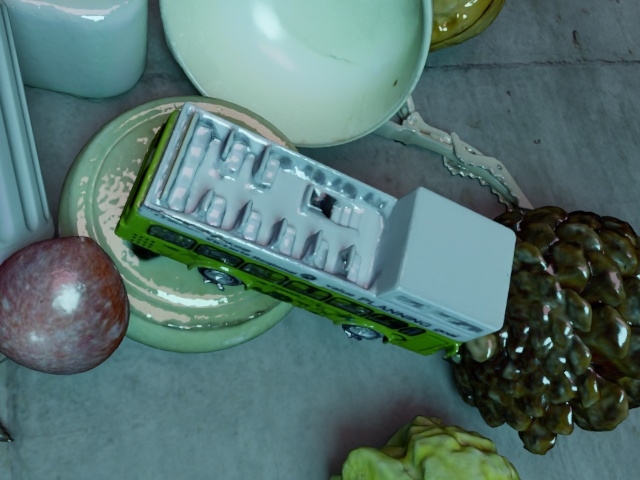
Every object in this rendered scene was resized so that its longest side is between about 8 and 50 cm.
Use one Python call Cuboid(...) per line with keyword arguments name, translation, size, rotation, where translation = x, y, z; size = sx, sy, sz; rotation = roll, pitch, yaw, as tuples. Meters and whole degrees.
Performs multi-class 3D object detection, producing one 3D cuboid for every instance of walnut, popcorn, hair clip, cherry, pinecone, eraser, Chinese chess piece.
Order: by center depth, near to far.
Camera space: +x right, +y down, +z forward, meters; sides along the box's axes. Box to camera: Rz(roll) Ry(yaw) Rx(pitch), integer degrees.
Cuboid(name="cherry", translation=(-0.218, 0.085, 0.505), size=(0.107, 0.225, 0.090), rotation=(17, 34, -20))
Cuboid(name="popcorn", translation=(0.087, 0.245, 0.542), size=(0.187, 0.185, 0.167), rotation=(-29, 64, -14))
Cuboid(name="Chinese chess piece", translation=(-0.119, -0.017, 0.611), size=(0.250, 0.101, 0.250), rotation=(5, 72, -15))
Cuboid(name="eraser", translation=(-0.298, -0.279, 0.621), size=(0.331, 0.150, 0.331), rotation=(5, 72, -16))
Cuboid(name="pinecone", translation=(0.237, 0.076, 0.623), size=(0.272, 0.224, 0.224), rotation=(-13, 76, -34))
Cuboid(name="walnut", translation=(0.134, -0.292, 0.742), size=(0.144, 0.180, 0.144), rotation=(40, 40, -44))
Cuboid(name="hair clip", translation=(0.166, -0.106, 0.759), size=(0.226, 0.034, 0.072), rotation=(29, 66, -6))

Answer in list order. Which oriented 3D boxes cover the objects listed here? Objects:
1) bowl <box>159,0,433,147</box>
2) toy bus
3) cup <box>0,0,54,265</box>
Cuboid(name="bowl", translation=(-0.011, -0.248, 0.647), size=(0.277, 0.277, 0.145), rotation=(33, 44, -4))
Cuboid(name="toy bus", translation=(0.000, 0.000, 0.511), size=(0.301, 0.139, 0.113), rotation=(22, 66, -17))
Cuboid(name="cup", translation=(-0.321, -0.079, 0.473), size=(0.167, 0.221, 0.202), rotation=(8, 111, 19))
